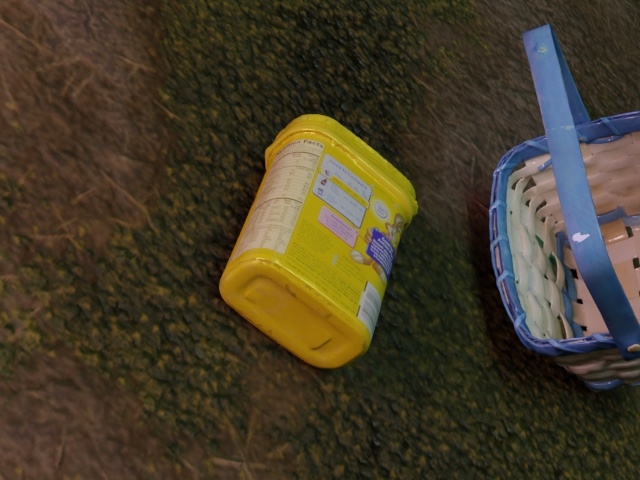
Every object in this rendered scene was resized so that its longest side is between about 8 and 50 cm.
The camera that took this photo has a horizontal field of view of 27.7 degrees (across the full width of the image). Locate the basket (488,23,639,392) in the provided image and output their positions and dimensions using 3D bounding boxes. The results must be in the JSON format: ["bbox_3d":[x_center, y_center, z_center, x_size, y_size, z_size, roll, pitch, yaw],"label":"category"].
[{"bbox_3d":[0.241,-0.011,1.109,0.289,0.201,0.254,59,22,-47],"label":"basket"}]

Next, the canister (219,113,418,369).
[{"bbox_3d":[0.000,0.000,0.985,0.126,0.073,0.170,38,41,-17],"label":"canister"}]
